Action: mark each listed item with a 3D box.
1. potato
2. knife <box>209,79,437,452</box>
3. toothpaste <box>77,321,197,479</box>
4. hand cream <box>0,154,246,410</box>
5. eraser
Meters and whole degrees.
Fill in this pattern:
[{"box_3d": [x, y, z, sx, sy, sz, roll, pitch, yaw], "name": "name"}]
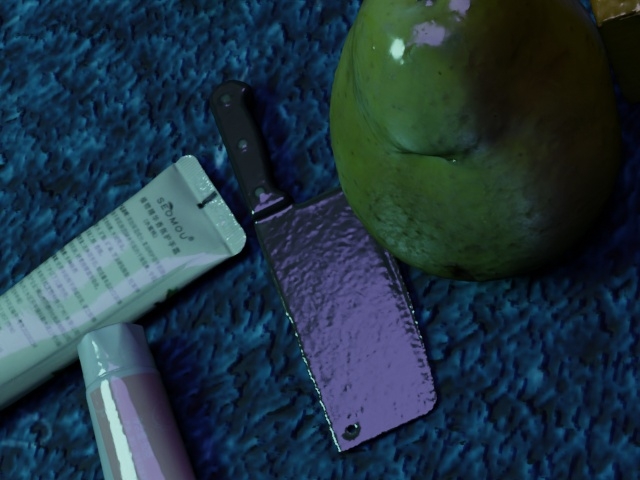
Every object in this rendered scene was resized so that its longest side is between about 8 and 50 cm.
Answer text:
[{"box_3d": [0.072, -0.071, 0.846, 0.157, 0.194, 0.157, -7, 62, 14], "name": "potato"}, {"box_3d": [0.000, 0.000, 0.947, 0.072, 0.019, 0.245, -26, 64, 6], "name": "knife"}, {"box_3d": [-0.091, 0.140, 0.914, 0.067, 0.043, 0.194, -22, 68, 10], "name": "toothpaste"}, {"box_3d": [-0.154, 0.041, 0.978, 0.234, 0.050, 0.080, -35, 60, 0], "name": "hand cream"}, {"box_3d": [0.164, -0.150, 0.894, 0.045, 0.097, 0.122, -16, 65, 15], "name": "eraser"}]
